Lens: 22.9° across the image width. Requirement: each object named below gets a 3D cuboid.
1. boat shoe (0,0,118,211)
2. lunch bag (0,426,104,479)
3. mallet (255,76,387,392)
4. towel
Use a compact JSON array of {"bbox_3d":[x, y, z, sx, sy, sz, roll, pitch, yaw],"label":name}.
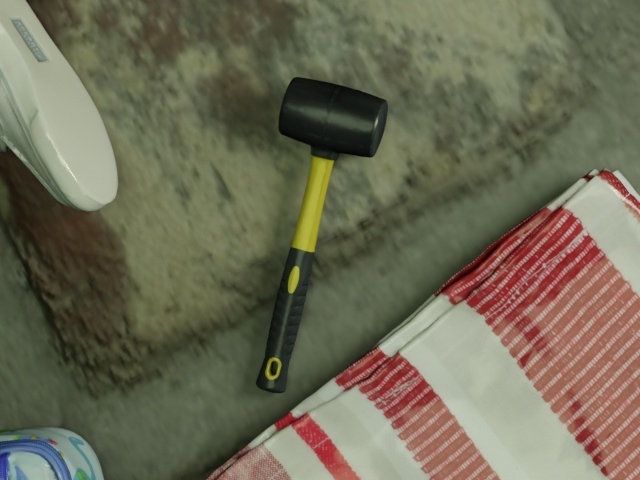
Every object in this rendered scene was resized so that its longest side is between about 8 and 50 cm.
[{"bbox_3d":[-0.191,-0.089,0.962,0.063,0.066,0.184,-36,86,24],"label":"boat shoe"},{"bbox_3d":[-0.204,0.226,0.957,0.176,0.090,0.219,-8,90,8],"label":"lunch bag"},{"bbox_3d":[0.000,0.000,0.940,0.062,0.039,0.190,7,97,9],"label":"mallet"},{"bbox_3d":[0.111,0.145,0.916,0.329,0.037,0.237,-40,84,10],"label":"towel"}]
